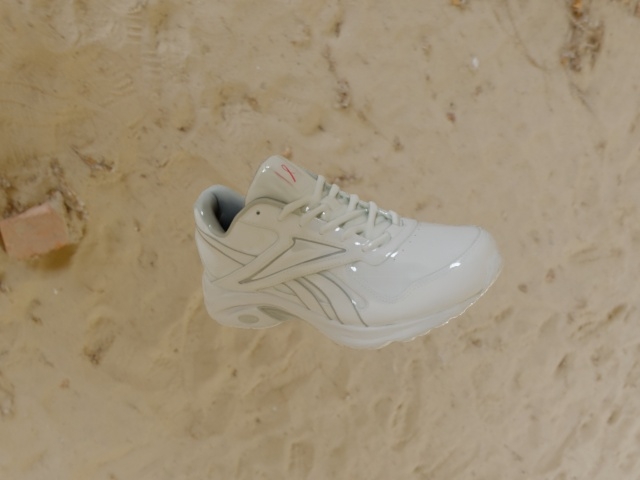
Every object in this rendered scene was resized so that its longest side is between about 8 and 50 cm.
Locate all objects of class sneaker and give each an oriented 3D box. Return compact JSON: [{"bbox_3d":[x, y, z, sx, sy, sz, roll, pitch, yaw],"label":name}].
[{"bbox_3d":[0.000,0.000,0.531,0.090,0.232,0.115,-49,127,-47],"label":"sneaker"}]
